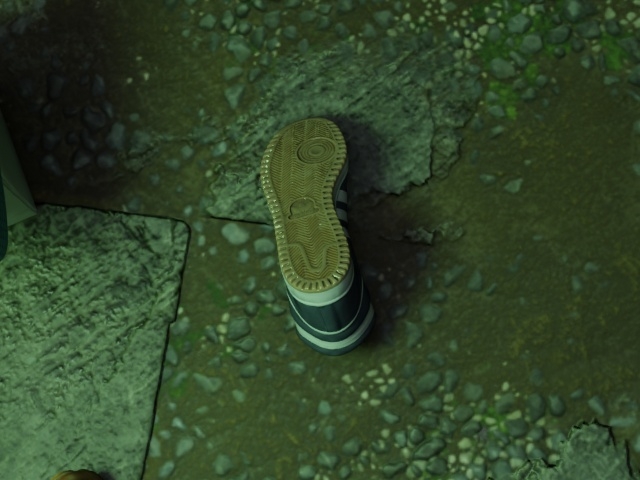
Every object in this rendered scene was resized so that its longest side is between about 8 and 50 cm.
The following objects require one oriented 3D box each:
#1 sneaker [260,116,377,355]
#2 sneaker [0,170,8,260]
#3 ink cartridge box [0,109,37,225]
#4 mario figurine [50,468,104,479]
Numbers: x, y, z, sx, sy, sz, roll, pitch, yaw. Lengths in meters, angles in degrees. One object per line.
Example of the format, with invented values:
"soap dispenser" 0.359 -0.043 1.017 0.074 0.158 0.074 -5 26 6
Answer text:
"sneaker" 0.000 0.000 1.774 0.099 0.153 0.282 -11 45 6
"sneaker" -0.443 -0.117 1.627 0.208 0.127 0.319 -10 75 1
"ink cartridge box" -0.495 -0.087 1.791 0.270 0.197 0.198 -22 75 0
"mario figurine" -0.189 0.400 1.696 0.320 0.170 0.198 42 120 25
